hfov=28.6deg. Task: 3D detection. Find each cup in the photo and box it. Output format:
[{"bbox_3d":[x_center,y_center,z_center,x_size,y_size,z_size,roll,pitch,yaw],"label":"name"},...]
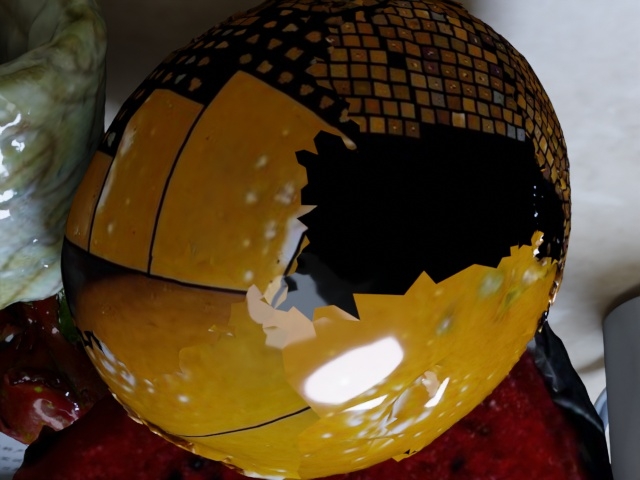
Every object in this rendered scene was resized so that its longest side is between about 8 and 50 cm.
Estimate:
[{"bbox_3d":[0.221,0.115,0.762,0.099,0.133,0.136,2,149,1],"label":"cup"}]

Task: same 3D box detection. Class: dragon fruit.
[{"bbox_3d":[-0.152,0.064,0.721,0.138,0.142,0.175,30,132,36],"label":"dragon fruit"},{"bbox_3d":[0.038,0.141,0.706,0.343,0.282,0.100,42,170,-5],"label":"dragon fruit"}]

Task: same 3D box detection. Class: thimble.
[{"bbox_3d":[-0.187,-0.060,0.549,0.190,0.137,0.143,16,141,0],"label":"thimble"}]

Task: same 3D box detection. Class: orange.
[{"bbox_3d":[0.000,0.000,0.550,0.234,0.182,0.234,-22,154,-11],"label":"orange"}]

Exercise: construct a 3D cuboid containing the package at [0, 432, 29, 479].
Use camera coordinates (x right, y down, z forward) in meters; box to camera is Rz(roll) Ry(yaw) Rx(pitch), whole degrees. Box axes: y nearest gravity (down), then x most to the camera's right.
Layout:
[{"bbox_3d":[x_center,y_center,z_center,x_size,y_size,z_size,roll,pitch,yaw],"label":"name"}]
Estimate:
[{"bbox_3d":[-0.278,0.133,0.868,0.250,0.062,0.204,22,137,-19],"label":"package"}]
